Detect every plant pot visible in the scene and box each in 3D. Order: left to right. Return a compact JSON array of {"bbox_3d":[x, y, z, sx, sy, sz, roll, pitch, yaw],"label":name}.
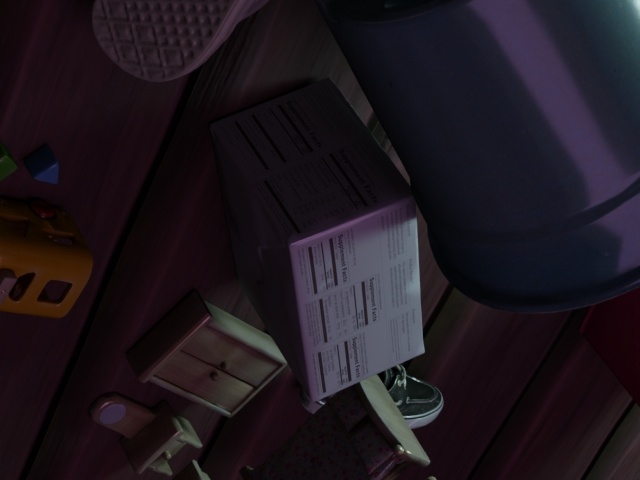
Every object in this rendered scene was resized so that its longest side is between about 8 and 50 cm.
[{"bbox_3d":[0.177,-0.167,1.530,0.341,0.341,0.334,-37,127,2],"label":"plant pot"}]

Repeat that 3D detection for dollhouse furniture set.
[{"bbox_3d":[-0.075,0.248,1.901,0.303,0.355,0.174,-43,140,12],"label":"dollhouse furniture set"}]

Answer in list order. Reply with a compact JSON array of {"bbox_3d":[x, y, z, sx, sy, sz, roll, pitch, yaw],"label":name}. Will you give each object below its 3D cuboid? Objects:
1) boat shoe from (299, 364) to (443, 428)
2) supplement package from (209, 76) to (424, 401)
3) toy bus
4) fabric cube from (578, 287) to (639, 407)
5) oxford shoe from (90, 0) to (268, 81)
[{"bbox_3d":[0.079,0.192,2.176,0.219,0.078,0.070,5,128,-37],"label":"boat shoe"},{"bbox_3d":[0.000,0.000,1.816,0.145,0.204,0.262,-22,140,-14],"label":"supplement package"},{"bbox_3d":[-0.327,0.018,1.679,0.202,0.104,0.191,-27,141,-10],"label":"toy bus"},{"bbox_3d":[0.556,0.108,2.288,0.259,0.258,0.254,-7,133,-31],"label":"fabric cube"},{"bbox_3d":[-0.045,-0.302,1.449,0.449,0.169,0.130,-40,-170,42],"label":"oxford shoe"}]
